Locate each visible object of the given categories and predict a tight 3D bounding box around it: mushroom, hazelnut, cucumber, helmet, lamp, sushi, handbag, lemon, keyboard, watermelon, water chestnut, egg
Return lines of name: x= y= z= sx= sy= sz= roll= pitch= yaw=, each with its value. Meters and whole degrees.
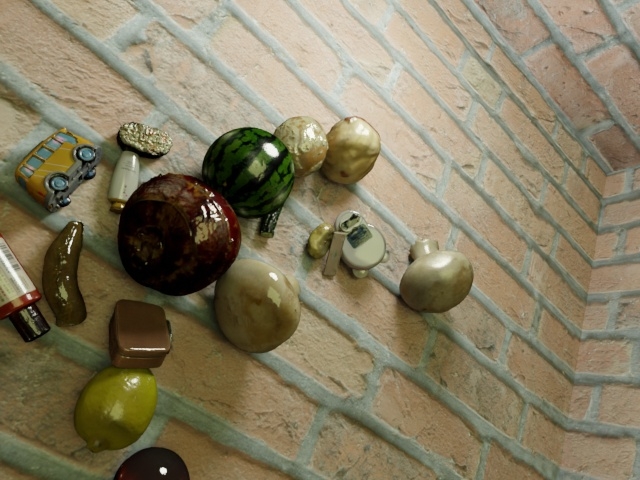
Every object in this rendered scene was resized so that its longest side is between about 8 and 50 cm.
mushroom: x=-0.160 y=0.177 z=1.351 sx=0.290 sy=0.292 sz=0.293 roll=-24 pitch=93 yaw=-52
hazelnut: x=0.101 y=-0.341 z=1.683 sx=0.240 sy=0.261 sz=0.261 roll=17 pitch=66 yaw=5
cucumber: x=-0.161 y=-0.097 z=1.534 sx=0.058 sy=0.058 sz=0.187 roll=28 pitch=67 yaw=-25
helmet: x=-0.426 y=0.632 z=1.122 sx=0.189 sy=0.193 sz=0.216 roll=19 pitch=40 yaw=-27
lamp: x=0.141 y=0.003 z=1.670 sx=0.179 sy=0.108 sz=0.246 roll=-32 pitch=91 yaw=-13
sushi: x=-0.522 y=-0.294 z=1.328 sx=0.150 sy=0.078 sz=0.091 roll=12 pitch=72 yaw=-31
handbag: x=-0.471 y=0.246 z=1.174 sx=0.151 sy=0.193 sz=0.072 roll=16 pitch=113 yaw=-32
mushroom: x=0.441 y=0.136 z=1.778 sx=0.297 sy=0.298 sz=0.290 roll=7 pitch=39 yaw=-32
lemon: x=-0.504 y=0.405 z=1.118 sx=0.184 sy=0.184 sz=0.249 roll=37 pitch=44 yaw=-21
keyboard: x=0.051 y=0.049 z=1.611 sx=0.055 sy=0.017 sz=0.166 roll=6 pitch=106 yaw=-27
watermelon: x=-0.221 y=-0.209 z=1.382 sx=0.284 sy=0.285 sz=0.286 roll=8 pitch=74 yaw=-31
water chestnut: x=-0.387 y=-0.017 z=1.256 sx=0.302 sy=0.350 sz=0.351 roll=0 pitch=75 yaw=-76
egg: x=-0.072 y=-0.329 z=1.561 sx=0.203 sy=0.203 sz=0.245 roll=40 pitch=49 yaw=-19

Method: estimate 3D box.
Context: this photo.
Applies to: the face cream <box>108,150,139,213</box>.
face cream: x=-0.563 y=-0.166 z=1.287 sx=0.072 sy=0.051 sz=0.182 roll=16 pitch=71 yaw=-33

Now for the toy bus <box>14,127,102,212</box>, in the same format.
toy bus: x=-0.686 y=-0.192 z=1.173 sx=0.136 sy=0.126 sz=0.210 roll=35 pitch=62 yaw=-12

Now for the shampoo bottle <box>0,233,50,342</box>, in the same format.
shampoo bottle: x=-0.748 y=0.114 z=1.067 sx=0.104 sy=0.104 sz=0.278 roll=-34 pitch=98 yaw=-34

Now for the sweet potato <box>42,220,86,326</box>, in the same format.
sweet potato: x=-0.659 y=0.081 z=1.158 sx=0.112 sy=0.085 sz=0.286 roll=32 pitch=45 yaw=-61

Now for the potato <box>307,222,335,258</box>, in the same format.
potato: x=0.000 y=0.000 z=1.602 sx=0.091 sy=0.070 sz=0.138 roll=47 pitch=68 yaw=-37
